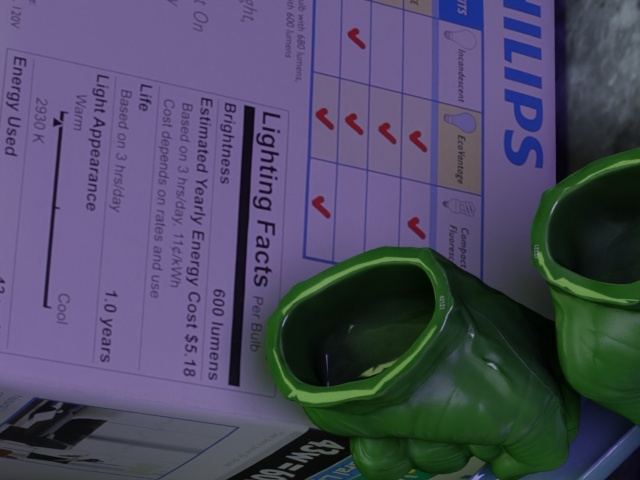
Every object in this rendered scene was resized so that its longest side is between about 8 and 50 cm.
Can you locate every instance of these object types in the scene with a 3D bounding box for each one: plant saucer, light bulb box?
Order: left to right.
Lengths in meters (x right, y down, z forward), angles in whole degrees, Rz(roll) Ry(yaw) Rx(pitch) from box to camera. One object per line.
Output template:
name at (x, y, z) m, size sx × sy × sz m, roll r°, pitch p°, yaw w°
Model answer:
light bulb box at (-0.065, -0.032, 1.134) m, size 0.225 × 0.361 × 0.358 m, roll -34°, pitch 49°, yaw 57°
plant saucer at (0.123, 0.114, 0.971) m, size 0.192 × 0.018 × 0.067 m, roll -42°, pitch 27°, yaw -6°

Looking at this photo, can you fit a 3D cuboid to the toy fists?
toy fists at (0.117, 0.048, 0.910) m, size 0.279 × 0.142 × 0.096 m, roll -23°, pitch 58°, yaw 26°
